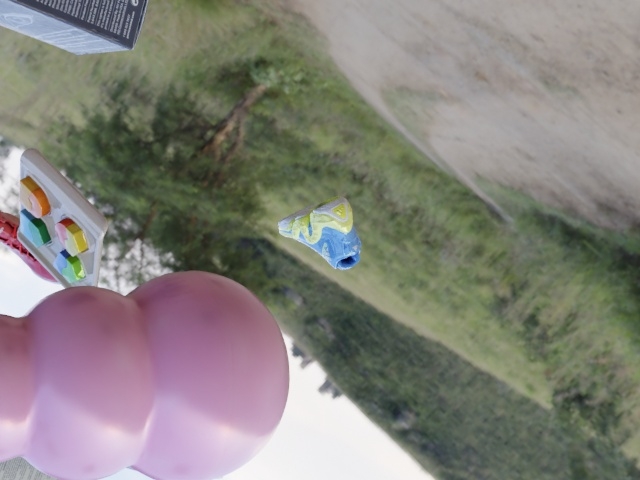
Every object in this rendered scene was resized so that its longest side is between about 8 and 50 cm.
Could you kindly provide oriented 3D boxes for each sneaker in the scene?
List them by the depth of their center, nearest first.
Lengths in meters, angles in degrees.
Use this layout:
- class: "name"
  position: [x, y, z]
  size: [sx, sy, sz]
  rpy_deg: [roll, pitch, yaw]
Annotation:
- class: "sneaker"
  position: [0.000, 0.000, 1.476]
  size: [0.126, 0.091, 0.240]
  rpy_deg: [65, 161, -4]
- class: "sneaker"
  position: [-0.568, 0.009, 1.570]
  size: [0.221, 0.087, 0.128]
  rpy_deg: [26, 177, 25]

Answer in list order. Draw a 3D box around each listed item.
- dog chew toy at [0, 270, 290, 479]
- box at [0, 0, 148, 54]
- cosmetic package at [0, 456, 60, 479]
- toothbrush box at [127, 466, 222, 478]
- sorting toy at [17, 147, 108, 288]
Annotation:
- class: "dog chew toy"
  position: [-0.200, 0.129, 0.775]
  size: [0.332, 0.206, 0.206]
  rpy_deg: [2, -151, -29]
- class: "box"
  position: [-0.322, -0.298, 0.944]
  size: [0.207, 0.108, 0.153]
  rpy_deg: [16, 177, -42]
- class: "cosmetic package"
  position: [-0.702, 0.531, 1.920]
  size: [0.309, 0.160, 0.113]
  rpy_deg: [25, 169, -31]
- class: "toothbrush box"
  position: [-0.266, 0.266, 1.482]
  size: [0.206, 0.283, 0.122]
  rpy_deg: [0, 169, 37]
- class: "sorting toy"
  position: [-0.416, -0.014, 1.306]
  size: [0.193, 0.208, 0.038]
  rpy_deg: [43, -132, 15]
